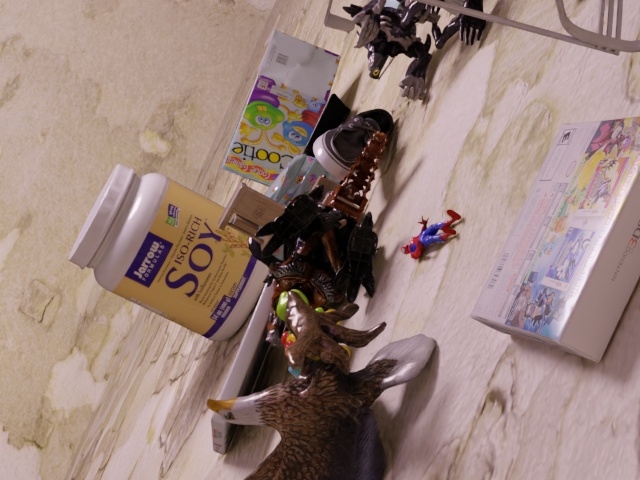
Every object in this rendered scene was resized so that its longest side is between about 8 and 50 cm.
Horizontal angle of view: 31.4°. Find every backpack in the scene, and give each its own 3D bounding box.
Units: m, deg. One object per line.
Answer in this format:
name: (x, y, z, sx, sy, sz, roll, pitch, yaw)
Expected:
backpack: (-0.042, -0.052, 1.884, 0.182, 0.115, 0.152, -53, 14, 24)

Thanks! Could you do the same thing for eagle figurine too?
eagle figurine: (-0.017, 0.214, 1.235, 0.226, 0.225, 0.298, -20, -63, -48)

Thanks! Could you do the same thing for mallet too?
mallet: (0.140, -0.360, 1.990, 0.039, 0.062, 0.189, -80, 7, -55)

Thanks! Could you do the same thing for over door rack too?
over door rack: (0.179, -0.306, 1.148, 0.108, 0.324, 0.239, 87, -166, -47)

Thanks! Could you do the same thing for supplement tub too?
supplement tub: (-0.275, 0.021, 2.134, 0.241, 0.331, 0.241, -57, 15, 24)

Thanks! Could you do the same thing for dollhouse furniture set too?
dollhouse furniture set: (-0.047, -0.048, 1.744, 0.129, 0.184, 0.129, -60, 14, 11)

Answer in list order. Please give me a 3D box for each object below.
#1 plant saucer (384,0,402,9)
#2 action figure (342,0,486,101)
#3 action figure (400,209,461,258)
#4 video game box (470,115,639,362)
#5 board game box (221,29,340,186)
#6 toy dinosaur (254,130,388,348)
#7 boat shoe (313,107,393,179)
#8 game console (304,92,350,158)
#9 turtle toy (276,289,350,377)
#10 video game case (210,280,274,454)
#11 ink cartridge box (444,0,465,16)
plant saucer: (0.146, -0.443, 2.100, 0.195, 0.037, 0.195, -56, 16, 25)
action figure: (0.118, -0.303, 1.693, 0.141, 0.164, 0.276, -62, 18, -21)
action figure: (0.127, -0.005, 1.363, 0.115, 0.030, 0.038, -42, 29, 60)
video game box: (0.222, -0.007, 0.976, 0.205, 0.048, 0.187, -64, 12, -4)
board game box: (-0.079, -0.249, 2.241, 0.275, 0.142, 0.144, 118, 171, -50)
toy dinosaur: (0.000, 0.000, 1.591, 0.218, 0.164, 0.321, 3, -87, -88)
boat shoe: (0.060, -0.154, 1.713, 0.076, 0.080, 0.228, -46, -6, 25)
game console: (-0.003, -0.207, 2.114, 0.107, 0.071, 0.122, 15, 76, 59)
turtle toy: (-0.017, 0.125, 1.479, 0.095, 0.066, 0.130, -44, 56, 54)
video game case: (-0.113, 0.195, 1.723, 0.206, 0.026, 0.227, 100, -170, -66)
ink cartridge box: (0.209, -0.455, 1.699, 0.176, 0.128, 0.127, -51, 18, 40)
